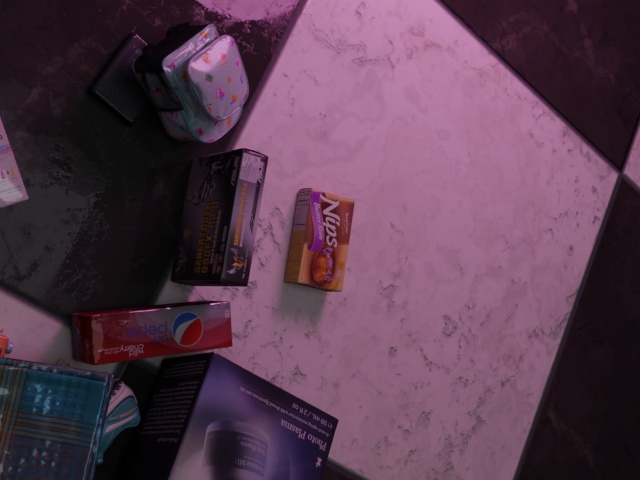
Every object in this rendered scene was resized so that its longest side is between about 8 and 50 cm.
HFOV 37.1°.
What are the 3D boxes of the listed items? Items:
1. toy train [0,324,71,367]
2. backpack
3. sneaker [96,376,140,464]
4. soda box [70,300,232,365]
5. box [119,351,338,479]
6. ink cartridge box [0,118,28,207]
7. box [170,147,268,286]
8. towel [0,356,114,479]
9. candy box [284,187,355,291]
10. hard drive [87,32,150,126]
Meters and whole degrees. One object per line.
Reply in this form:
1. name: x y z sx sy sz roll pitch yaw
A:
1. toy train: -0.475 0.212 1.515 0.166 0.046 0.125 27 73 -31
2. backpack: -0.210 -0.264 1.654 0.166 0.144 0.188 -51 139 -39
3. sneaker: -0.399 0.343 1.535 0.275 0.107 0.110 -42 124 -27
4. soda box: -0.284 0.154 1.625 0.263 0.092 0.083 -4 91 -36
5. box: -0.159 0.388 1.625 0.296 0.183 0.294 33 62 -29
6. ink cartridge box: -0.538 -0.132 1.475 0.104 0.061 0.181 -23 101 -34
7. box: -0.177 -0.036 1.654 0.056 0.183 0.231 15 80 -35
8. towel: -0.514 0.304 1.410 0.370 0.040 0.271 11 80 -13
9. candy box: 0.000 0.000 1.858 0.109 0.053 0.186 15 81 -34
10. hard drive: -0.329 -0.279 1.654 0.094 0.022 0.135 42 66 -27
